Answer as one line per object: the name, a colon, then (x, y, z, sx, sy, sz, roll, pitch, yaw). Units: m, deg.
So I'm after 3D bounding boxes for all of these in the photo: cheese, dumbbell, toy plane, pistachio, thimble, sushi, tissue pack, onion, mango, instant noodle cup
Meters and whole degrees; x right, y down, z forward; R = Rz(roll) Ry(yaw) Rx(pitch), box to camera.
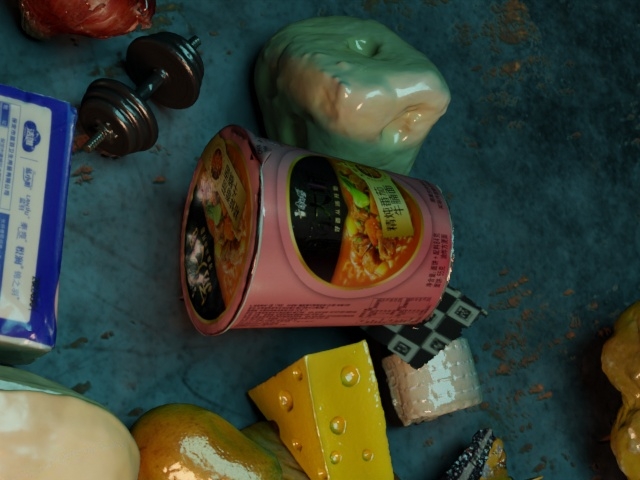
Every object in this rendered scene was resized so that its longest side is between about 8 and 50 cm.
cheese: (0.019, -0.150, 2.018, 0.173, 0.251, 0.248, -9, 43, -24)
dumbbell: (-0.198, -0.165, 1.891, 0.099, 0.099, 0.208, 48, 55, -12)
toy plane: (0.124, 0.350, 1.953, 0.316, 0.103, 0.204, -16, 82, -31)
pistachio: (-0.315, 0.198, 1.631, 0.299, 0.187, 0.188, 21, 63, -32)
thimble: (0.134, 0.167, 2.013, 0.115, 0.102, 0.090, -10, 82, -37)
sushi: (0.086, 0.055, 1.994, 0.201, 0.031, 0.139, 36, 50, 20)
tissue pack: (-0.364, -0.024, 1.708, 0.209, 0.137, 0.270, 12, 71, -32)
onion: (-0.270, -0.278, 1.856, 0.184, 0.184, 0.147, 29, 104, -24)
cheese: (0.016, 0.214, 1.881, 0.093, 0.126, 0.171, -15, 76, -40)
mango: (-0.129, 0.239, 1.794, 0.165, 0.089, 0.115, 36, 78, -1)
instant noodle cup: (0.000, 0.000, 1.863, 0.255, 0.244, 0.244, 5, 71, -24)

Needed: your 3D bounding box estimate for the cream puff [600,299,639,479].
cream puff: (0.490, 0.236, 2.171, 0.324, 0.257, 0.291, 30, 12, 17)

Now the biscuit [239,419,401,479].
biscuit: (0.004, 0.276, 1.881, 0.228, 0.031, 0.176, 39, 40, 11)
